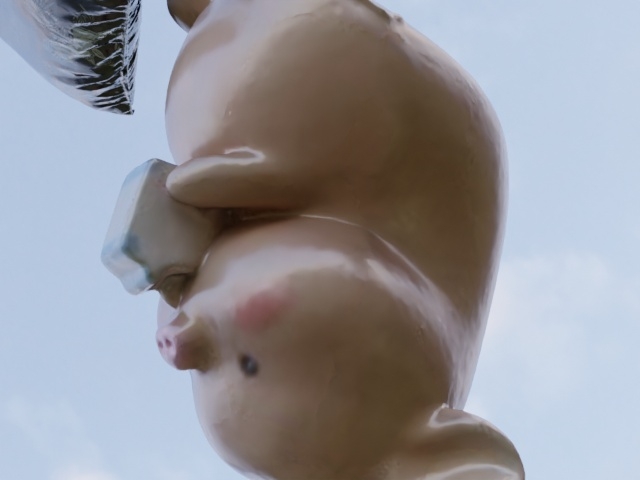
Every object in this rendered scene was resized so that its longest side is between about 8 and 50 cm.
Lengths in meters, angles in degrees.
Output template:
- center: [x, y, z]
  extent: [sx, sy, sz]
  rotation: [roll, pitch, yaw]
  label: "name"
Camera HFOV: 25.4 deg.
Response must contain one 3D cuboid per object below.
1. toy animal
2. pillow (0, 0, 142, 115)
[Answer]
- center: [-0.002, 0.003, 0.736]
  extent: [0.212, 0.195, 0.256]
  rotation: [20, -102, -23]
  label: "toy animal"
- center: [-0.150, -0.146, 0.786]
  extent: [0.055, 0.141, 0.208]
  rotation: [-43, -8, -19]
  label: "pillow"
